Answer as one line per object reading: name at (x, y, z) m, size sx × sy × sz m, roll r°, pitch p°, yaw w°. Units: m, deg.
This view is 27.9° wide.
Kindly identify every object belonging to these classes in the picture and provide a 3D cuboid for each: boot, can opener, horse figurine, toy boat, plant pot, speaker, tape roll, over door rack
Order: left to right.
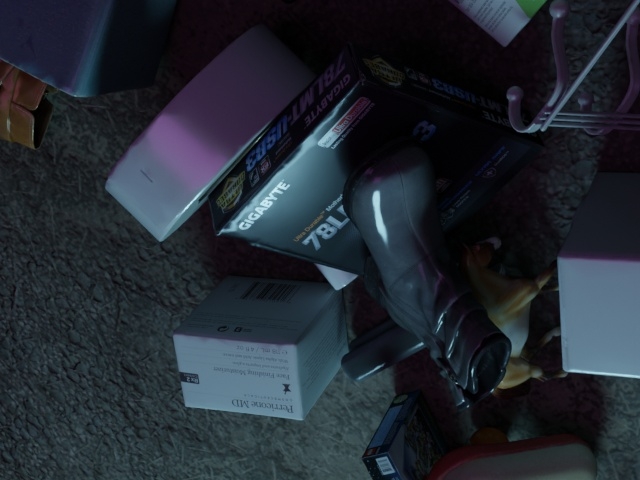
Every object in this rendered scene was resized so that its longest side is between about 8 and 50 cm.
boot at (-0.489, -0.182, 1.829) m, size 0.220 × 0.109 × 0.284 m, roll 27°, pitch 115°, yaw 4°
plant pot at (-0.306, -0.347, 1.581) m, size 0.247 × 0.248 × 0.252 m, roll 27°, pitch 105°, yaw 8°
tape roll at (-0.134, -0.131, 1.583) m, size 0.100 × 0.286 × 0.286 m, roll 45°, pitch 123°, yaw -3°
speaker at (0.000, 0.000, 1.730) m, size 0.055 × 0.055 × 0.136 m, roll -34°, pitch 98°, yaw 33°
can opener at (0.131, 0.096, 1.712) m, size 0.093 × 0.074 × 0.280 m, roll 47°, pitch 125°, yaw -8°
boot at (0.139, 0.044, 1.477) m, size 0.223 × 0.118 × 0.338 m, roll 53°, pitch 171°, yaw 31°
toy boat at (0.246, 0.311, 1.738) m, size 0.231 × 0.151 × 0.151 m, roll -4°, pitch 123°, yaw -23°
horse figurine at (0.249, 0.107, 1.620) m, size 0.066 × 0.174 × 0.263 m, roll 42°, pitch 139°, yaw 50°
over door rack at (0.369, -0.225, 1.335) m, size 0.324 × 0.239 × 0.108 m, roll -46°, pitch 54°, yaw 48°

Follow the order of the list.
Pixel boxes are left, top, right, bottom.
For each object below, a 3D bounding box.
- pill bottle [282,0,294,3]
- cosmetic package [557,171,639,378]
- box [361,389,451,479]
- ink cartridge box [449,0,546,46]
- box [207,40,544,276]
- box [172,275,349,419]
pill bottle at (-0.073, -0.396, 1.518) m, size 0.219 × 0.123 × 0.123 m, roll 44°, pitch 124°, yaw -4°
cosmetic package at (0.511, 0.045, 1.432) m, size 0.453 × 0.230 × 0.162 m, roll 4°, pitch 118°, yaw 22°
box at (0.147, 0.347, 1.782) m, size 0.044 × 0.159 × 0.233 m, roll -19°, pitch 107°, yaw 28°
ink cartridge box at (0.154, -0.363, 1.387) m, size 0.273 × 0.115 × 0.198 m, roll 40°, pitch 164°, yaw 0°
box at (0.065, -0.080, 1.549) m, size 0.293 × 0.073 × 0.295 m, roll 15°, pitch 134°, yaw -37°
box at (-0.077, 0.142, 1.759) m, size 0.180 × 0.182 × 0.119 m, roll 3°, pitch 116°, yaw 21°
